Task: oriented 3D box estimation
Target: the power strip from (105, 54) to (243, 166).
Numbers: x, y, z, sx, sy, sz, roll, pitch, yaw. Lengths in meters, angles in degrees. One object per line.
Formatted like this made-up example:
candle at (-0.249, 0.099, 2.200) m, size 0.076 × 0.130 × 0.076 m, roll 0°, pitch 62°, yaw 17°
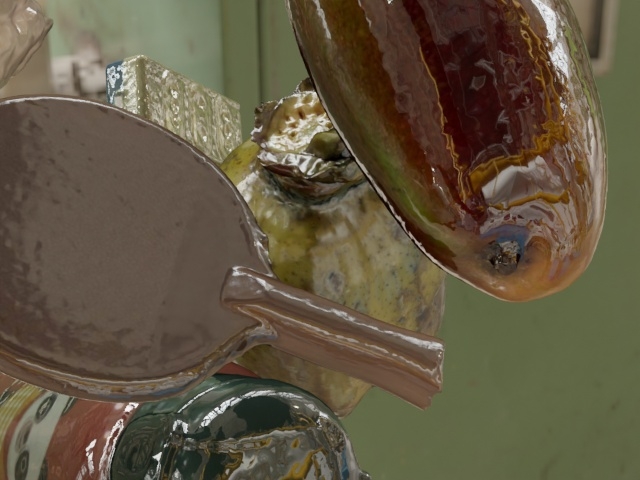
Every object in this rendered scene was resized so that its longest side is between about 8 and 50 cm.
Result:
power strip at (-0.091, -0.075, 1.035) m, size 0.032 × 0.056 × 0.123 m, roll -14°, pitch -18°, yaw 26°

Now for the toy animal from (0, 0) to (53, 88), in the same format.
toy animal at (-0.293, -0.097, 0.578) m, size 0.358 × 0.188 × 0.226 m, roll 10°, pitch 35°, yaw 14°

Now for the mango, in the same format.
mango at (0.050, -0.096, 0.710) m, size 0.133 × 0.111 × 0.267 m, roll -6°, pitch 71°, yaw -42°

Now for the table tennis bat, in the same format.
table tennis bat at (-0.025, -0.019, 0.447) m, size 0.170 × 0.119 × 0.107 m, roll 22°, pitch 48°, yaw -9°

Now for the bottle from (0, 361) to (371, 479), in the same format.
bottle at (-0.093, 0.127, 0.884) m, size 0.144 × 0.144 × 0.336 m, roll -22°, pitch 5°, yaw -30°

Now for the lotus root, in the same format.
lotus root at (-0.001, -0.002, 0.981) m, size 0.154 × 0.278 × 0.154 m, roll -3°, pitch 52°, yaw 3°
